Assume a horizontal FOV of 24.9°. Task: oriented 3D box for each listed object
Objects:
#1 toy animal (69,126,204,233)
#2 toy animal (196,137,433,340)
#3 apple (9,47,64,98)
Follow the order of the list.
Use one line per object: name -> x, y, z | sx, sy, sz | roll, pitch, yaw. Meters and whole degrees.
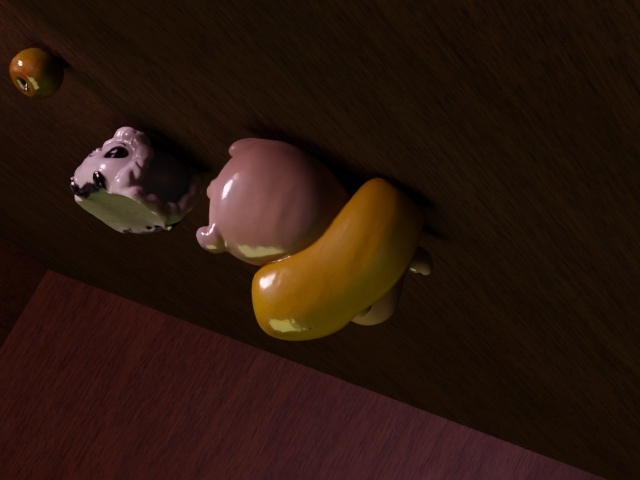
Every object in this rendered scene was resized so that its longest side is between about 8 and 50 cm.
toy animal -> -0.322, -0.105, 2.559 | 0.204, 0.156, 0.208 | 38, 156, -25
toy animal -> -0.012, 0.019, 2.218 | 0.345, 0.277, 0.247 | 22, 178, 14
apple -> -0.468, -0.277, 2.392 | 0.090, 0.074, 0.089 | 27, 164, 9
